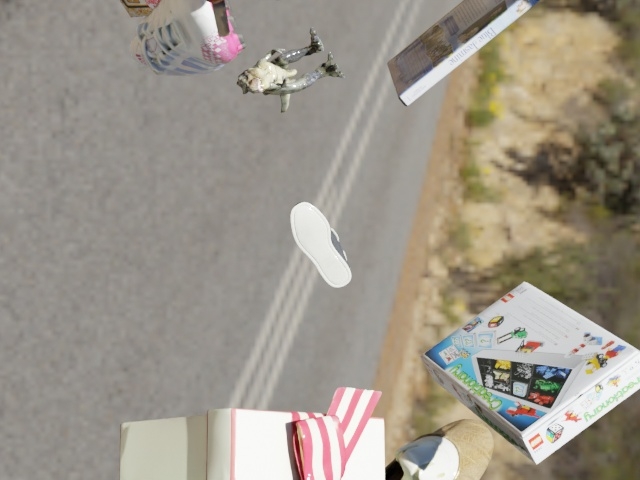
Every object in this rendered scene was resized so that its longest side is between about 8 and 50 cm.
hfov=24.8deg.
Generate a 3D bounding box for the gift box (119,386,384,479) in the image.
[{"bbox_3d":[-0.054,0.301,1.651,0.276,0.258,0.255,3,80,-40],"label":"gift box"}]

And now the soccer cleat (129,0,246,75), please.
[{"bbox_3d":[-0.177,-0.262,1.877,0.331,0.143,0.116,143,-72,-87],"label":"soccer cleat"}]

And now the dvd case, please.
[{"bbox_3d":[0.205,-0.301,2.077,0.022,0.253,0.180,47,13,-19],"label":"dvd case"}]

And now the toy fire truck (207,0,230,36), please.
[{"bbox_3d":[-0.078,-0.335,1.552,0.158,0.246,0.217,22,58,-41],"label":"toy fire truck"}]

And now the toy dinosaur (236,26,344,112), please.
[{"bbox_3d":[-0.038,-0.226,1.974,0.064,0.118,0.268,63,10,7],"label":"toy dinosaur"}]

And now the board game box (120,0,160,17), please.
[{"bbox_3d":[-0.263,-0.414,2.149,0.193,0.147,0.045,58,48,-43],"label":"board game box"}]

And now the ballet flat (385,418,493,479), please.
[{"bbox_3d":[0.102,0.359,2.052,0.116,0.342,0.124,48,-9,35],"label":"ballet flat"}]

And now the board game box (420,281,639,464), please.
[{"bbox_3d":[0.282,0.169,1.961,0.053,0.193,0.305,60,-10,-25],"label":"board game box"}]

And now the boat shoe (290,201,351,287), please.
[{"bbox_3d":[0.000,0.000,1.778,0.125,0.046,0.038,56,11,-26],"label":"boat shoe"}]
